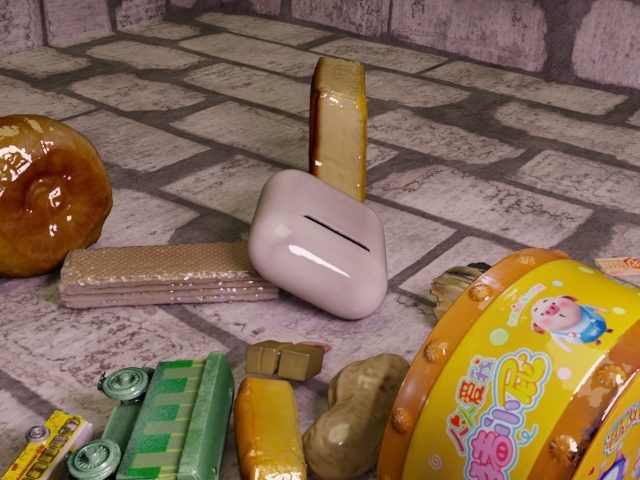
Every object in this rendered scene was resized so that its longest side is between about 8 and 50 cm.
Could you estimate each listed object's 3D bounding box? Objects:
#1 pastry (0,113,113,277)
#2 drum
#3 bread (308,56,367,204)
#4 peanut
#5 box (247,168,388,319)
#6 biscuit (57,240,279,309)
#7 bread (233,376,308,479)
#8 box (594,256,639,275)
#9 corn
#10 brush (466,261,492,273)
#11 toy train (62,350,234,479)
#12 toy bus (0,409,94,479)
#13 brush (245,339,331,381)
[{"bbox_3d":[-0.593,-0.087,1.567,0.355,0.356,0.163,-21,26,-36],"label":"pastry"},{"bbox_3d":[0.276,0.232,0.926,0.431,0.432,0.214,-22,37,-37],"label":"drum"},{"bbox_3d":[0.041,-0.258,1.908,0.143,0.324,0.333,2,27,1],"label":"bread"},{"bbox_3d":[0.055,0.259,1.169,0.125,0.111,0.274,28,34,13],"label":"peanut"},{"bbox_3d":[0.001,-0.001,1.551,0.288,0.141,0.349,29,26,-12],"label":"box"},{"bbox_3d":[-0.296,0.069,1.540,0.425,0.079,0.144,-2,30,-6],"label":"biscuit"},{"bbox_3d":[-0.080,0.295,1.122,0.094,0.102,0.246,3,29,-12],"label":"bread"},{"bbox_3d":[0.651,0.057,1.685,0.092,0.015,0.058,-2,27,-6],"label":"box"},{"bbox_3d":[0.349,0.134,1.411,0.305,0.123,0.122,12,33,22],"label":"corn"},{"bbox_3d":[0.411,0.114,1.527,0.070,0.051,0.323,-15,33,-33],"label":"brush"},{"bbox_3d":[-0.230,0.282,1.093,0.202,0.120,0.301,-5,27,4],"label":"toy train"},{"bbox_3d":[-0.393,0.331,1.050,0.074,0.081,0.226,9,29,11],"label":"toy bus"},{"bbox_3d":[-0.036,0.192,1.303,0.103,0.047,0.233,6,0,16],"label":"brush"}]
